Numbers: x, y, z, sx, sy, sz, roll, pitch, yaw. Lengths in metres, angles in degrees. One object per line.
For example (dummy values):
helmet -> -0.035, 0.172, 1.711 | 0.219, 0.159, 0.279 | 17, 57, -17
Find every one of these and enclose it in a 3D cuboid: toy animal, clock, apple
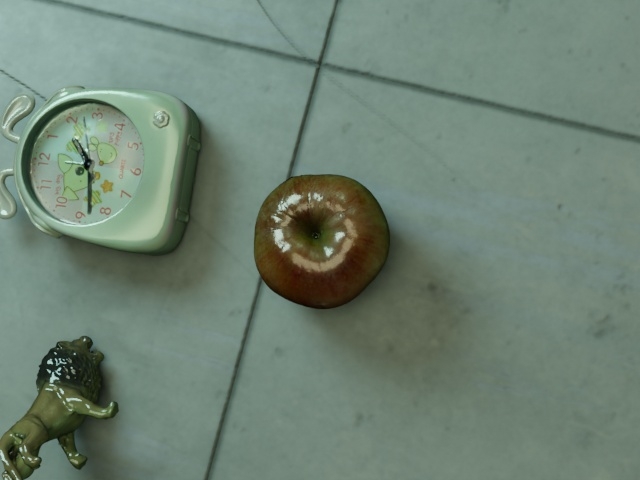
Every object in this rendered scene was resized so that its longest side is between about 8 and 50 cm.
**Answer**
toy animal -> -0.237, 0.174, 1.521 | 0.086, 0.220, 0.069 | 22, 125, -1
clock -> -0.214, -0.070, 1.589 | 0.191, 0.062, 0.151 | 8, 86, 12
apple -> 0.002, 0.002, 1.521 | 0.126, 0.102, 0.126 | -3, 78, 12
